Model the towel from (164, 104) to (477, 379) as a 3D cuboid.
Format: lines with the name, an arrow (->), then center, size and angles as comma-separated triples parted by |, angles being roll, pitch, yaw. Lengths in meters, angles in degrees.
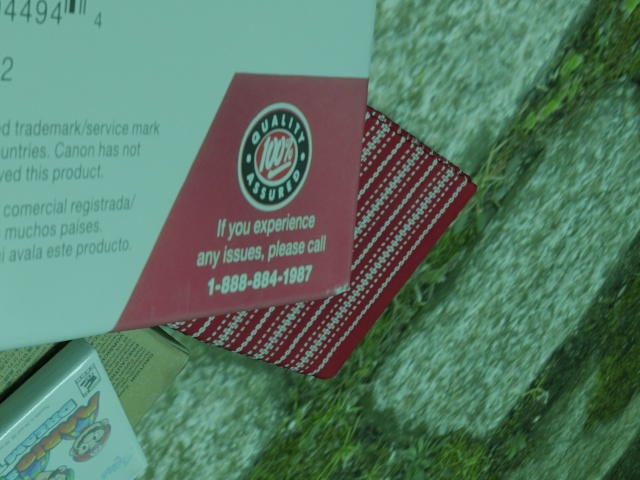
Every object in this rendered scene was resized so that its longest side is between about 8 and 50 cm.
towel -> 0.000, 0.000, 1.184 | 0.199, 0.031, 0.275 | -53, 152, 5

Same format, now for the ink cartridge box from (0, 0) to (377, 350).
ink cartridge box -> -0.106, -0.171, 0.526 | 0.279, 0.160, 0.384 | -5, 103, -57

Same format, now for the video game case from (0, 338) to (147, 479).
video game case -> -0.166, 0.140, 0.902 | 0.157, 0.019, 0.143 | -43, 152, -19

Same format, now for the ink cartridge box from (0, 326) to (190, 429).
ink cartridge box -> -0.205, 0.107, 0.920 | 0.234, 0.088, 0.193 | -51, 155, -4
